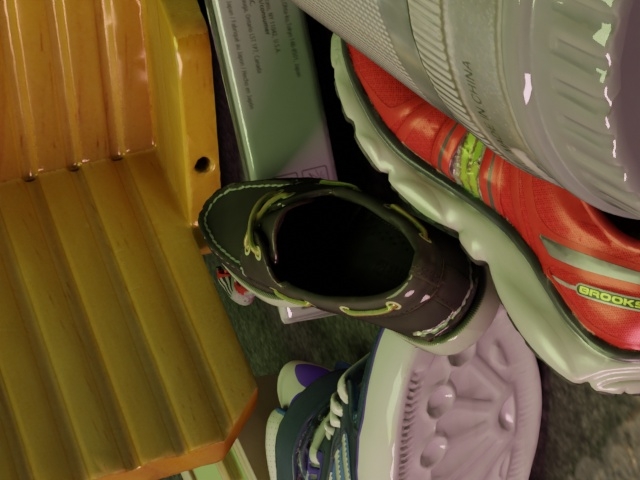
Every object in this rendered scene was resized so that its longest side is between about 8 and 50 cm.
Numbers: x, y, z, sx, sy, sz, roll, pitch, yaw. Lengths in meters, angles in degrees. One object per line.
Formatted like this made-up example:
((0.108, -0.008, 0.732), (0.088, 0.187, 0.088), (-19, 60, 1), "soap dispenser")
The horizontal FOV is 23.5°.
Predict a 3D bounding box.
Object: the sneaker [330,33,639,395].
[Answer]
((0.113, -0.052, 0.787), (0.279, 0.107, 0.118), (50, 131, 30), "sneaker")

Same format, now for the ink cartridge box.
((-0.038, -0.112, 1.069), (0.239, 0.060, 0.275), (-108, 6, -69), "ink cartridge box")

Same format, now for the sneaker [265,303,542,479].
((0.027, 0.119, 1.022), (0.236, 0.130, 0.322), (37, 146, 43), "sneaker")

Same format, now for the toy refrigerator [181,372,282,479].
((-0.020, 0.244, 1.204), (0.269, 0.094, 0.102), (63, 140, 30), "toy refrigerator")

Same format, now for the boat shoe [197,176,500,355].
((0.000, 0.000, 0.876), (0.228, 0.081, 0.069), (18, 168, 46), "boat shoe")

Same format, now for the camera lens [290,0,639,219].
((0.092, -0.148, 0.571), (0.274, 0.219, 0.219), (43, 145, 44), "camera lens")

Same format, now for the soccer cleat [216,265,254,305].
((-0.062, 0.038, 1.269), (0.083, 0.029, 0.035), (16, 132, 64), "soccer cleat")

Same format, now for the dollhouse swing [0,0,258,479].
((-0.227, -0.017, 1.119), (0.305, 0.347, 0.315), (-122, 25, -48), "dollhouse swing")
